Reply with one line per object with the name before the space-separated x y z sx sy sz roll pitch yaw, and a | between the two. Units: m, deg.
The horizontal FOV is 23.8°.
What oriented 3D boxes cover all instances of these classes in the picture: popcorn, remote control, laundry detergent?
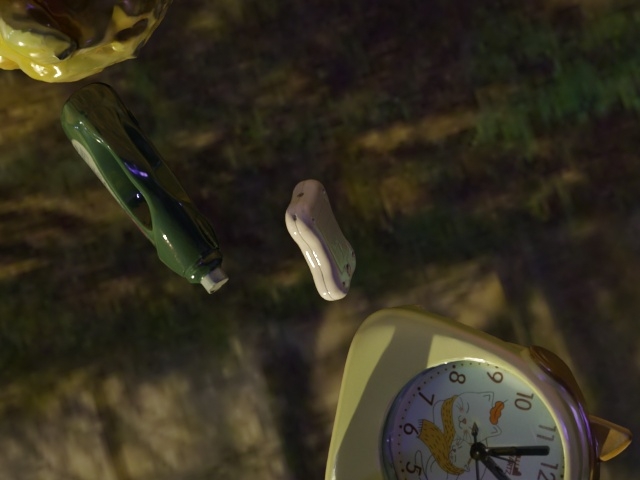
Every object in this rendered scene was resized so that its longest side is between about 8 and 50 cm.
popcorn | -0.295 -0.317 1.682 0.335 0.274 0.279 -61 156 3
remote control | 0.000 0.000 1.545 0.032 0.122 0.074 -9 -145 23
laundry detergent | -0.156 -0.043 1.390 0.063 0.211 0.137 -35 170 -10

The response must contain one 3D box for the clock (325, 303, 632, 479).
clock | 0.187 0.243 1.773 0.348 0.286 0.117 15 -171 24
